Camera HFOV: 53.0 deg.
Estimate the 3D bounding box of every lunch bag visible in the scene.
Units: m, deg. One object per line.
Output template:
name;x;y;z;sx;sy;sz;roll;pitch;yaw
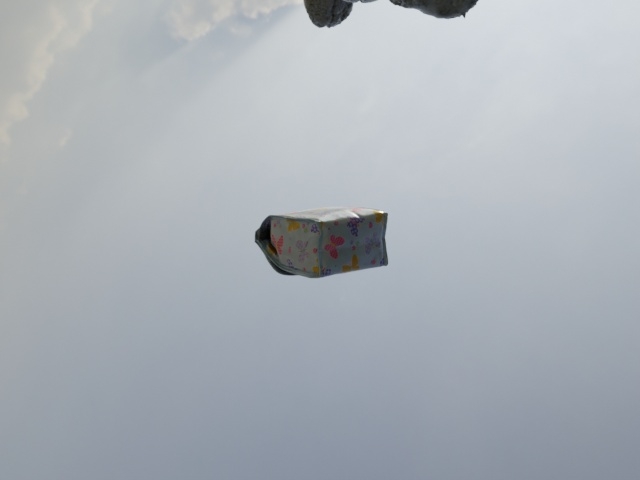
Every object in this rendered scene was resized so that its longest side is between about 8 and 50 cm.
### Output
lunch bag;0.000;0.000;0.487;0.083;0.071;0.053;12;-74;50

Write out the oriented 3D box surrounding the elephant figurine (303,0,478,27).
elephant figurine;0.037;-0.192;0.329;0.169;0.186;0.240;39;-52;24
